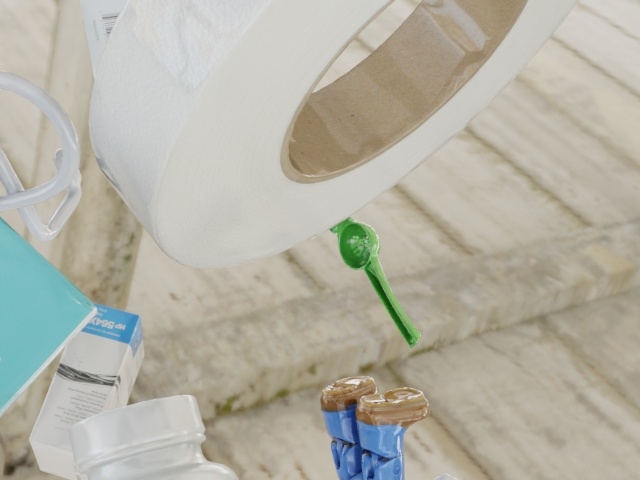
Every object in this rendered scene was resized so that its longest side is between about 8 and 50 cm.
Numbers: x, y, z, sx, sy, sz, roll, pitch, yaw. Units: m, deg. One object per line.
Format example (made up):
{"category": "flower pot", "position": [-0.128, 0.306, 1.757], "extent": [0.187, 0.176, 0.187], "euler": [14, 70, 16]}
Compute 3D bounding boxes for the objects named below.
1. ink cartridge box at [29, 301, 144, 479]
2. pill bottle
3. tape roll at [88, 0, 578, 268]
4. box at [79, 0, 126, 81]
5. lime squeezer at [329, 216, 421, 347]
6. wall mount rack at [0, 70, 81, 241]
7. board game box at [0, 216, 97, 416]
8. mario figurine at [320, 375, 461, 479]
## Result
{"category": "ink cartridge box", "position": [-0.308, 0.206, 1.380], "extent": [0.085, 0.148, 0.203], "euler": [16, -119, 0]}
{"category": "pill bottle", "position": [-0.147, 0.321, 1.003], "extent": [0.176, 0.176, 0.319], "euler": [-6, -106, -33]}
{"category": "tape roll", "position": [0.036, -0.131, 0.652], "extent": [0.392, 0.392, 0.072], "euler": [-23, -114, -46]}
{"category": "box", "position": [-0.147, -0.221, 1.051], "extent": [0.091, 0.130, 0.170], "euler": [2, -164, 38]}
{"category": "lime squeezer", "position": [0.000, 0.000, 1.194], "extent": [0.310, 0.059, 0.110], "euler": [38, -127, 2]}
{"category": "wall mount rack", "position": [-0.346, -0.122, 0.792], "extent": [0.350, 0.304, 0.130], "euler": [-9, -148, 16]}
{"category": "board game box", "position": [-0.285, 0.129, 0.549], "extent": [0.079, 0.336, 0.253], "euler": [46, 163, -18]}
{"category": "mario figurine", "position": [0.080, 0.316, 1.175], "extent": [0.170, 0.321, 0.198], "euler": [-2, -171, -3]}
